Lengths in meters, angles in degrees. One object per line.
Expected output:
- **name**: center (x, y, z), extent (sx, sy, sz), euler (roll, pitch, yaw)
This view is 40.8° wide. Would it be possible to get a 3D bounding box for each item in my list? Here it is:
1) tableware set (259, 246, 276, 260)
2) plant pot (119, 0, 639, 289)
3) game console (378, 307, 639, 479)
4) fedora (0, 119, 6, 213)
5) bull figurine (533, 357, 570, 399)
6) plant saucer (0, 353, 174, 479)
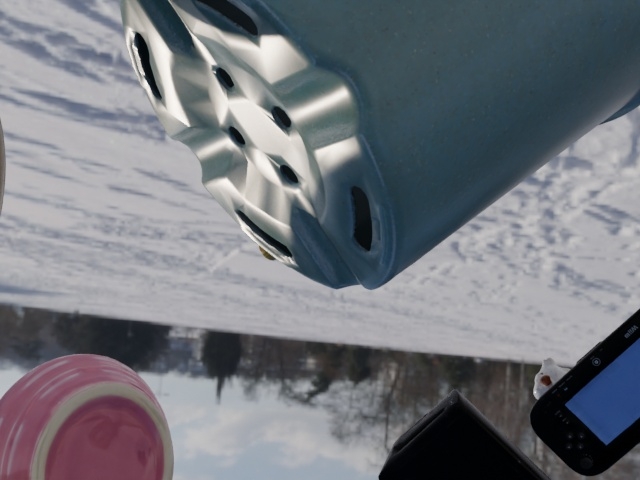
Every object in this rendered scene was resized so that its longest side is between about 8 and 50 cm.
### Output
- **tableware set**: center (0.000, 0.000, 0.844), extent (0.154, 0.104, 0.024), euler (4, 147, -46)
- **plant pot**: center (0.068, -0.162, 0.596), extent (0.334, 0.341, 0.341), euler (-39, -166, -23)
- **game console**: center (0.250, 0.200, 0.910), extent (0.213, 0.361, 0.044), euler (43, -169, -9)
- **fedora**: center (-0.263, -0.046, 0.514), extent (0.079, 0.194, 0.194), euler (2, 174, 8)
- **bull figurine**: center (0.483, 0.249, 1.434), extent (0.188, 0.101, 0.310), euler (-33, -167, -3)
- **plant saucer**: center (-0.334, 0.332, 1.252), extent (0.084, 0.332, 0.332), euler (-9, 167, 39)
